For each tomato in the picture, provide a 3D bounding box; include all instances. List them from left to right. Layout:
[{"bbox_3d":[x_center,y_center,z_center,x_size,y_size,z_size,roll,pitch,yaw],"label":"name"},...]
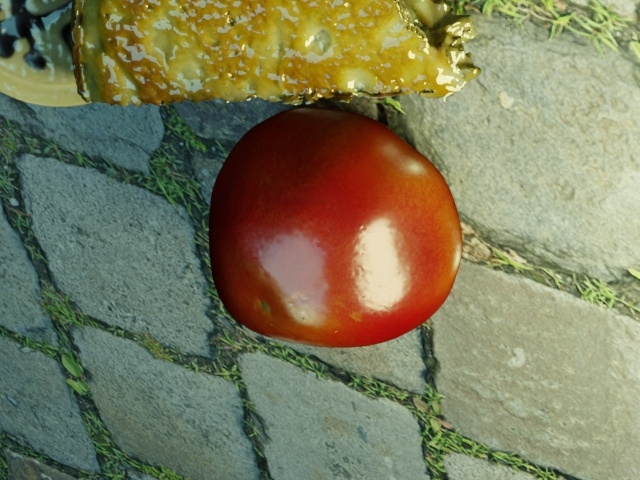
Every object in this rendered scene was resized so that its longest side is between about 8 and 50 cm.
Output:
[{"bbox_3d":[0.000,0.000,1.857,0.299,0.226,0.298,29,147,21],"label":"tomato"}]

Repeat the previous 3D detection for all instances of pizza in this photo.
[{"bbox_3d":[-0.034,-0.245,1.685,0.406,0.130,0.440,27,131,-4],"label":"pizza"}]

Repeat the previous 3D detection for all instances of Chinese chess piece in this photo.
[{"bbox_3d":[-0.281,-0.267,1.828,0.257,0.104,0.257,1,123,1],"label":"Chinese chess piece"}]
